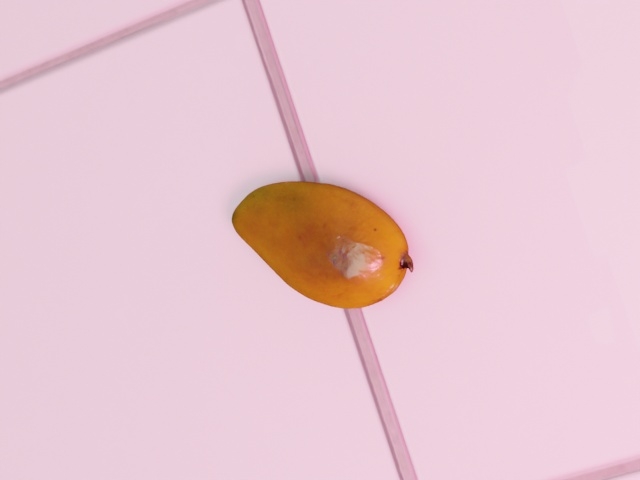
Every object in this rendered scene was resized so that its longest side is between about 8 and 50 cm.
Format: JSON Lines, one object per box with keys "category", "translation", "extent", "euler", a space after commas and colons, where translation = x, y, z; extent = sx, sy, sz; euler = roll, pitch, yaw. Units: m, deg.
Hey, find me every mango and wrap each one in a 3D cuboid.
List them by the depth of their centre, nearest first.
{"category": "mango", "translation": [0.000, 0.000, 1.586], "extent": [0.187, 0.066, 0.101], "euler": [24, 103, 28]}
